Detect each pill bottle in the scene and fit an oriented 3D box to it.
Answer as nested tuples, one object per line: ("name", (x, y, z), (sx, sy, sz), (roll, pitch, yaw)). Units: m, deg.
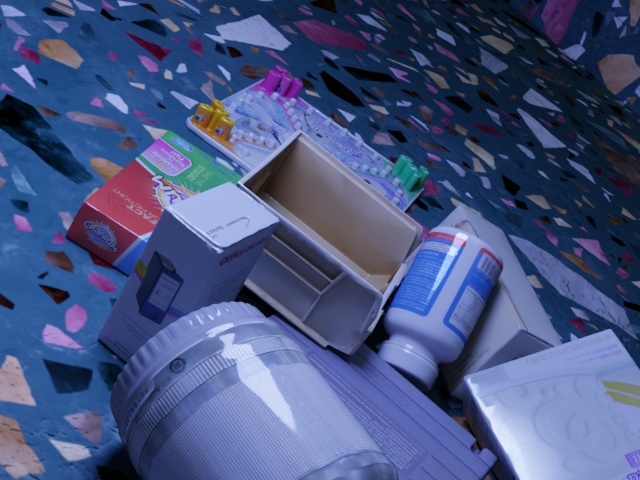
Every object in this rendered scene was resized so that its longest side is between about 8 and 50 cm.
("pill bottle", (0.166, 0.101, 1.626), (0.124, 0.221, 0.124), (28, -17, 9))

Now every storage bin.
("storage bin", (0.000, 0.000, 1.588), (0.260, 0.123, 0.262), (38, 26, 0))

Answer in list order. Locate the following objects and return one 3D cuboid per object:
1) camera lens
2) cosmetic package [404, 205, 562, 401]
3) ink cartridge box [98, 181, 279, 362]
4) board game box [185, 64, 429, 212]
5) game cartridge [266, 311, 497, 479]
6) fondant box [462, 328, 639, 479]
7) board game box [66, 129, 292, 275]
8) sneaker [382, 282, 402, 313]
("camera lens", (-0.069, 0.228, 1.171), (0.219, 0.219, 0.274), (-2, 44, -48))
("cosmetic package", (0.248, 0.106, 1.759), (0.113, 0.160, 0.309), (28, 25, -31))
("ink cartridge box", (-0.160, 0.047, 1.377), (0.093, 0.212, 0.154), (39, 28, 11))
("board game box", (-0.005, -0.167, 2.068), (0.390, 0.050, 0.390), (35, 28, 5))
("game cartridge", (0.049, 0.230, 1.472), (0.355, 0.068, 0.230), (40, 32, 13))
("fondant box", (0.367, 0.297, 1.522), (0.238, 0.096, 0.330), (-17, 48, -10))
("board game box", (-0.189, -0.025, 1.624), (0.242, 0.064, 0.316), (32, 27, -1))
("sneaker", (0.092, 0.080, 1.773), (0.162, 0.063, 0.073), (48, -7, 48))
